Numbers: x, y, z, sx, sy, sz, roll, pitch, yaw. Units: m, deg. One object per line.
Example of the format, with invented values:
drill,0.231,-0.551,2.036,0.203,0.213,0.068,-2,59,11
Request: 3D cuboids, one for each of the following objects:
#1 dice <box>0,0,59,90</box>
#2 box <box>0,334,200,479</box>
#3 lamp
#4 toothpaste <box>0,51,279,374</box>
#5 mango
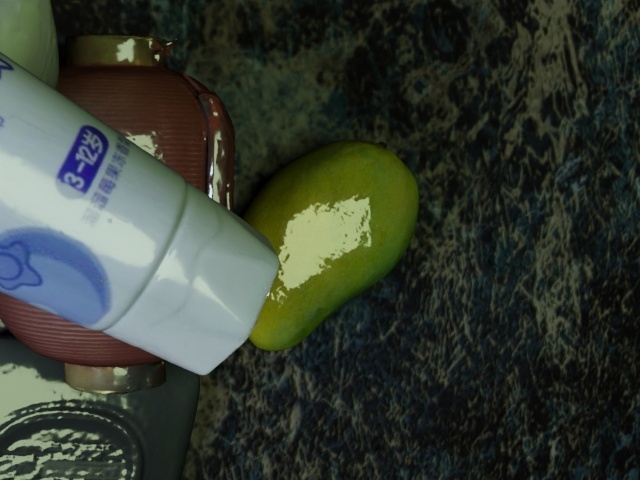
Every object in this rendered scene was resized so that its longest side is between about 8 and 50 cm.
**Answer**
dice,-0.326,-0.158,0.581,0.277,0.304,0.304,-28,110,-24
box,-0.200,0.170,0.846,0.212,0.042,0.201,10,93,-28
lamp,-0.137,-0.014,0.780,0.180,0.180,0.258,-4,98,-29
toothpaste,-0.189,-0.056,0.466,0.371,0.080,0.125,31,85,-21
mango,0.000,-0.004,0.911,0.191,0.085,0.122,-40,117,-20
